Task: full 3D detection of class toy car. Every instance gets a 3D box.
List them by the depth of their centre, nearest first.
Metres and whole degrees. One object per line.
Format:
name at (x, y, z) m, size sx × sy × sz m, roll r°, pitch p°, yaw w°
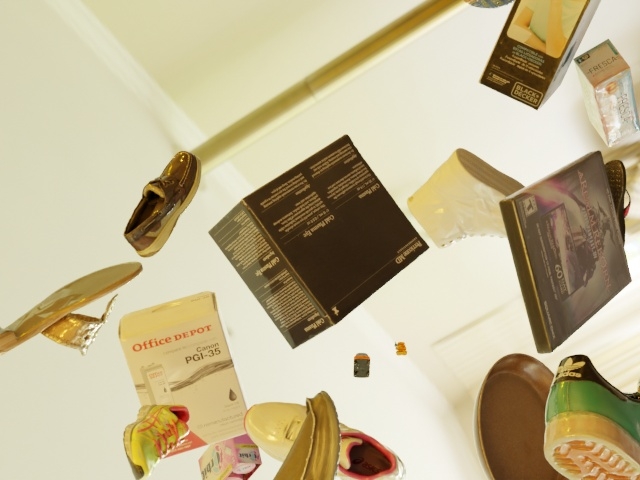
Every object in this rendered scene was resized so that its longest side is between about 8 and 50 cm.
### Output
toy car at (0.118, 0.234, 1.897) m, size 0.040 × 0.122 × 0.060 m, roll -89°, pitch -19°, yaw -50°

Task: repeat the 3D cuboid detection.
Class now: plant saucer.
plant saucer at (0.376, 0.364, 1.762) m, size 0.310 × 0.050 × 0.310 m, roll 20°, pitch -121°, yaw -36°

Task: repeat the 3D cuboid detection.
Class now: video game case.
video game case at (0.326, 0.006, 1.249) m, size 0.274 × 0.026 × 0.196 m, roll -25°, pitch -78°, yaw -48°

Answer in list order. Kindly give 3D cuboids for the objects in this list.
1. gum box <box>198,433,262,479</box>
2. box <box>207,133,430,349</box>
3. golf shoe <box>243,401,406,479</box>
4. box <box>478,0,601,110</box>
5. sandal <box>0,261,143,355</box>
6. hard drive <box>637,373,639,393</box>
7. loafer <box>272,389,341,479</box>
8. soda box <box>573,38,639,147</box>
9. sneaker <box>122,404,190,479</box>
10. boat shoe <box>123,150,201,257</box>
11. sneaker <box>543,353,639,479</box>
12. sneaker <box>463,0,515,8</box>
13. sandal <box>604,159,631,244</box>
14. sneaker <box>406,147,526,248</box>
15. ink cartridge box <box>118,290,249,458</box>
gum box at (-0.207, 0.499, 2.151) m, size 0.062 × 0.188 × 0.107 m, roll 9°, pitch -135°, yaw -31°
box at (0.000, 0.000, 2.037) m, size 0.343 × 0.179 × 0.312 m, roll -35°, pitch -92°, yaw -38°
golf shoe at (0.009, 0.349, 1.669) m, size 0.306 × 0.115 × 0.140 m, roll 19°, pitch 159°, yaw 9°
box at (0.311, -0.324, 1.202) m, size 0.087 × 0.290 × 0.169 m, roll 28°, pitch -150°, yaw 12°
sandal at (-0.315, 0.110, 1.162) m, size 0.088 × 0.240 × 0.079 m, roll 19°, pitch 132°, yaw 59°
hard drive at (0.457, 0.138, 0.950) m, size 0.254 × 0.172 × 0.054 m, roll 28°, pitch -173°, yaw -2°
loafer at (-0.024, 0.333, 1.335) m, size 0.094 × 0.087 × 0.251 m, roll 110°, pitch 166°, yaw -75°
soda box at (0.421, -0.211, 1.401) m, size 0.063 × 0.058 × 0.183 m, roll 65°, pitch -170°, yaw 30°
sneaker at (-0.275, 0.334, 1.642) m, size 0.208 × 0.094 × 0.081 m, roll -84°, pitch -18°, yaw -69°
boat shoe at (-0.194, -0.053, 1.185) m, size 0.049 × 0.056 × 0.152 m, roll 49°, pitch -129°, yaw -45°
sneaker at (0.345, 0.231, 1.037) m, size 0.302 × 0.108 × 0.121 m, roll 43°, pitch -136°, yaw -32°
sneaker at (0.395, -0.581, 1.921) m, size 0.112 × 0.296 × 0.131 m, roll 23°, pitch -121°, yaw -25°
sandal at (0.553, -0.066, 1.799) m, size 0.067 × 0.040 × 0.179 m, roll 21°, pitch 121°, yaw 57°
sneaker at (0.293, -0.039, 1.753) m, size 0.292 × 0.169 × 0.108 m, roll 32°, pitch -146°, yaw -25°
ink cartridge box at (-0.273, 0.271, 1.945) m, size 0.117 × 0.207 × 0.283 m, roll -120°, pitch 14°, yaw -70°
